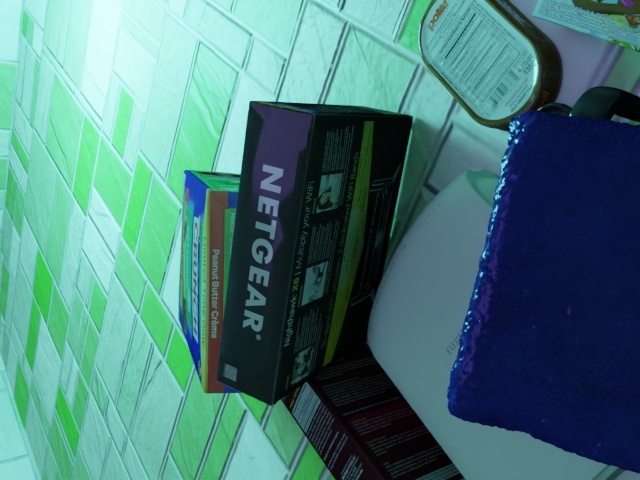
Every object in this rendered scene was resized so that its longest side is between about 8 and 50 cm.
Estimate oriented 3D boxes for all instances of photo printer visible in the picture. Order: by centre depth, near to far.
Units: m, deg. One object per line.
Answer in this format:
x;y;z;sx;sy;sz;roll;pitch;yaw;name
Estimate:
0.182;0.098;0.613;0.307;0.107;0.256;52;130;34;photo printer

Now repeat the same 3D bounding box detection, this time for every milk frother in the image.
0.211;-0.065;0.541;0.143;0.135;0.129;3;94;50;milk frother

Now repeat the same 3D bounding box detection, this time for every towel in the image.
0.256;0.050;0.413;0.308;0.076;0.227;14;92;10;towel

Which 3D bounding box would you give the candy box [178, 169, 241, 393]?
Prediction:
-0.137;0.042;0.916;0.317;0.122;0.268;-151;63;-68;candy box

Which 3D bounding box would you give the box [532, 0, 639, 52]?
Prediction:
0.324;-0.221;0.449;0.293;0.057;0.201;43;124;41;box

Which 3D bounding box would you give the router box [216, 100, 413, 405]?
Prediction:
0.000;0.000;0.715;0.081;0.243;0.308;17;107;27;router box

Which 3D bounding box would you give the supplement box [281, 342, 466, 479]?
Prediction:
0.065;0.236;0.751;0.239;0.130;0.073;47;128;39;supplement box

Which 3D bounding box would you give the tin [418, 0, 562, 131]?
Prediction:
0.174;-0.199;0.656;0.106;0.040;0.189;-54;54;33;tin
